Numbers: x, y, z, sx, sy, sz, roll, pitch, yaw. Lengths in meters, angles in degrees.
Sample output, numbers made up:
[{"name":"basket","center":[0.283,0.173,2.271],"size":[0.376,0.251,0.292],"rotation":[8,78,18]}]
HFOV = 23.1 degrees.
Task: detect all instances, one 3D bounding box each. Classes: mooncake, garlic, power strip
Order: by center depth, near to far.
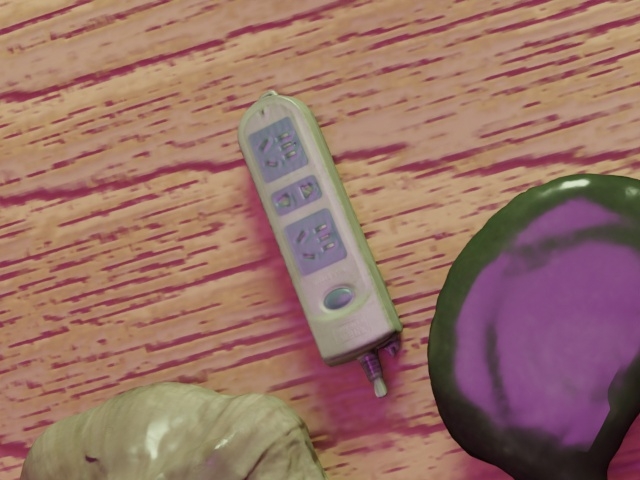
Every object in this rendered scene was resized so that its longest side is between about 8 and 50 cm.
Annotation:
[{"name":"garlic","center":[-0.083,0.178,0.797],"size":[0.218,0.212,0.219],"rotation":[0,89,11]},{"name":"mooncake","center":[0.142,0.053,0.807],"size":[0.175,0.104,0.168],"rotation":[-17,77,10]},{"name":"power strip","center":[0.000,0.000,0.887],"size":[0.047,0.030,0.191],"rotation":[-24,78,12]}]
